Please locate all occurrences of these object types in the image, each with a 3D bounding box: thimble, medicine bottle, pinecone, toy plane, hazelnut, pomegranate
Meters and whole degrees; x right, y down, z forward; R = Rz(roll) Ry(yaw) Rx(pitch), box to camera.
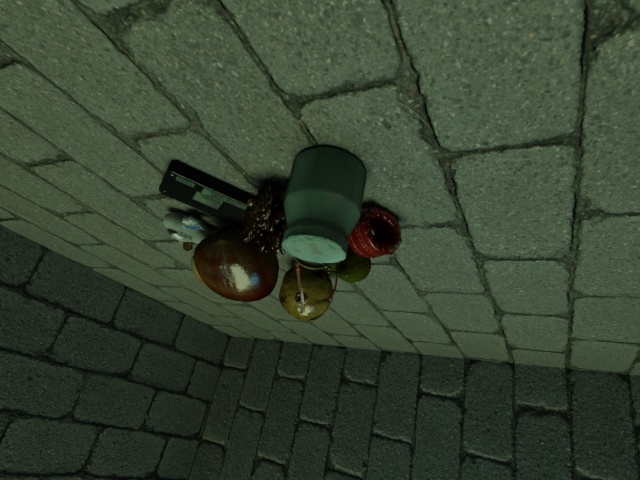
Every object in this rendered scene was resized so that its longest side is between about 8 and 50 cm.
[{"bbox_3d":[0.190,-0.023,1.465,0.189,0.163,0.125,28,152,-28],"label":"thimble"},{"bbox_3d":[0.004,-0.097,1.251,0.244,0.290,0.245,10,155,5],"label":"medicine bottle"},{"bbox_3d":[-0.146,-0.066,1.443,0.263,0.265,0.264,10,155,5],"label":"pinecone"},{"bbox_3d":[-0.580,-0.037,1.846,0.266,0.123,0.267,12,152,6],"label":"toy plane"},{"bbox_3d":[-0.354,0.095,1.777,0.364,0.366,0.366,10,155,5],"label":"hazelnut"},{"bbox_3d":[-0.071,0.258,2.042,0.280,0.282,0.281,10,155,5],"label":"pomegranate"}]

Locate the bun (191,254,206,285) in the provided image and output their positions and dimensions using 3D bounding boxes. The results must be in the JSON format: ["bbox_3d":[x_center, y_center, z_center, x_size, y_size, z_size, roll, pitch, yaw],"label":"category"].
[{"bbox_3d":[-0.558,0.174,2.219,0.298,0.165,0.299,9,156,4],"label":"bun"}]

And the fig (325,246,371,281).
[{"bbox_3d":[0.118,0.117,1.693,0.151,0.152,0.259,1,-166,23],"label":"fig"}]

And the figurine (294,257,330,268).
[{"bbox_3d":[0.004,0.001,1.587,0.167,0.193,0.256,9,151,-39],"label":"figurine"}]

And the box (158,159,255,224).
[{"bbox_3d":[-0.427,-0.171,1.573,0.349,0.058,0.211,23,152,-22],"label":"box"}]

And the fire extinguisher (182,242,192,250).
[{"bbox_3d":[-0.663,-0.004,2.039,0.062,0.050,0.177,51,154,10],"label":"fire extinguisher"}]

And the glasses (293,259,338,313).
[{"bbox_3d":[0.001,0.171,1.787,0.234,0.269,0.118,-18,-164,-41],"label":"glasses"}]

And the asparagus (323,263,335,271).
[{"bbox_3d":[0.020,0.110,1.939,0.277,0.060,0.067,22,163,-18],"label":"asparagus"}]
